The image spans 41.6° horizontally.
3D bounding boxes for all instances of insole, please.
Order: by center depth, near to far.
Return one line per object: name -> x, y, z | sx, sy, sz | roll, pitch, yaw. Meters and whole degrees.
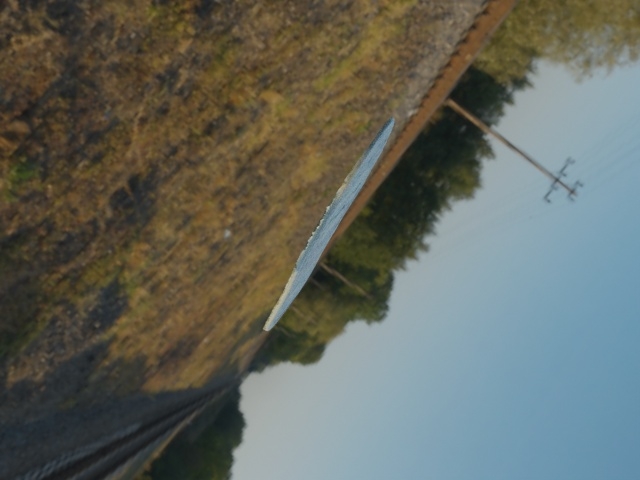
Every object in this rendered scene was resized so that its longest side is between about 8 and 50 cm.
insole -> 0.000, 0.000, 0.461 | 0.065, 0.004, 0.197 | -52, 175, -35
